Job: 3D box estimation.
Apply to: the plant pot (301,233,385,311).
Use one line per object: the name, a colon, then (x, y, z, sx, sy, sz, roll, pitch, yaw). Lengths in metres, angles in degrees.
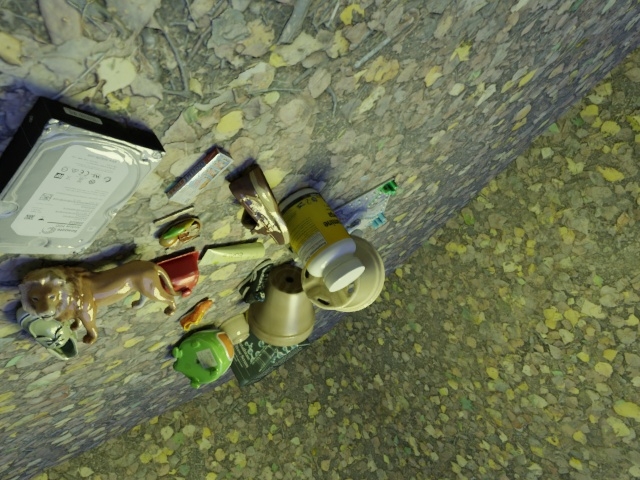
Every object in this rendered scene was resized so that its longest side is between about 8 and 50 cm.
plant pot: (0.073, 0.139, 1.680, 0.334, 0.334, 0.305, -39, 171, 11)

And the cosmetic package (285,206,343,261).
cosmetic package: (-0.031, -0.025, 1.703, 0.239, 0.099, 0.060, -41, 161, 15)

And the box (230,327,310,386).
box: (-0.313, 0.561, 2.335, 0.395, 0.293, 0.212, -37, 161, 7)

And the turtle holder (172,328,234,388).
turtle holder: (-0.551, 0.559, 2.029, 0.320, 0.243, 0.227, -54, 171, 24)

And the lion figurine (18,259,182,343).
lion figurine: (-0.554, 0.127, 1.124, 0.392, 0.142, 0.240, -24, 132, -41)

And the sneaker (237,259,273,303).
sneaker: (-0.252, 0.189, 1.811, 0.217, 0.121, 0.079, -43, 160, 23)

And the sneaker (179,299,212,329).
sneaker: (-0.506, 0.308, 1.760, 0.175, 0.067, 0.064, -41, 158, 14)

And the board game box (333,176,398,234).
board game box: (0.163, -0.088, 1.947, 0.390, 0.050, 0.390, -30, 161, -14)

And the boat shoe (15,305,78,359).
boat shoe: (-0.744, 0.254, 1.193, 0.109, 0.094, 0.302, -27, 160, -21)

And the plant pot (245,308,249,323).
plant pot: (-0.339, 0.386, 2.195, 0.081, 0.083, 0.081, -39, 161, 14)

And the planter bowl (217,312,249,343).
planter bowl: (-0.435, 0.468, 2.193, 0.162, 0.109, 0.162, -30, 161, -12)

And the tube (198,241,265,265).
tube: (-0.306, 0.047, 1.489, 0.240, 0.062, 0.070, -7, 106, -45)

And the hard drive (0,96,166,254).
hard drive: (-0.494, -0.097, 0.822, 0.339, 0.064, 0.237, -41, 160, 19)

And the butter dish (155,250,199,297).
butter dish: (-0.447, 0.127, 1.346, 0.160, 0.118, 0.160, -21, 157, -36)

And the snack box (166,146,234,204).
snack box: (-0.299, -0.157, 1.059, 0.178, 0.022, 0.064, -39, 160, 12)

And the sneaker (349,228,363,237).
sneaker: (0.113, 0.031, 1.970, 0.212, 0.080, 0.094, -36, 173, 1)

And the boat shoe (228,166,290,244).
boat shoe: (-0.183, -0.080, 1.284, 0.123, 0.123, 0.342, -23, 152, -3)

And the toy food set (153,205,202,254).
toy food set: (-0.395, -0.015, 1.213, 0.132, 0.038, 0.192, -27, 160, -20)

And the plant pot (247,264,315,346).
plant pot: (-0.160, 0.272, 1.952, 0.323, 0.323, 0.280, -20, 140, -37)

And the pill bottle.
pill bottle: (0.000, 0.000, 1.451, 0.188, 0.334, 0.188, -31, 161, -12)
